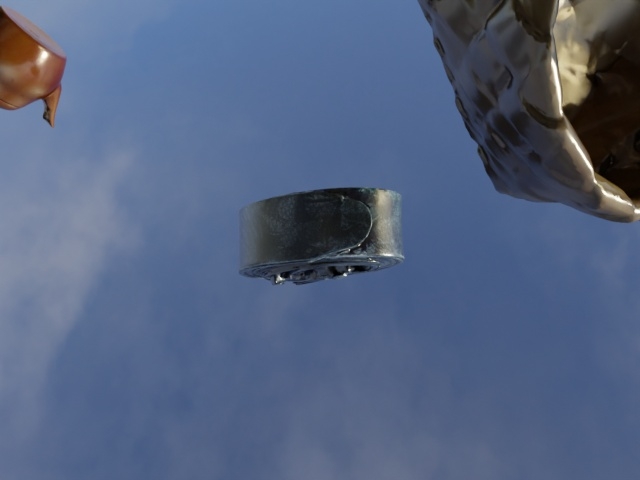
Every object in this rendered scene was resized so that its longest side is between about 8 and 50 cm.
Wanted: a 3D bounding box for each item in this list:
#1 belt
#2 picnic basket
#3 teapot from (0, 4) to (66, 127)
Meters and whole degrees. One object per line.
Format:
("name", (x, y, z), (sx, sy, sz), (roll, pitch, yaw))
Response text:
("belt", (0.000, 0.000, 0.741), (0.141, 0.082, 0.190), (4, 169, -42))
("picnic basket", (0.270, -0.160, 0.473), (0.337, 0.293, 0.337), (-23, -149, 15))
("teapot", (-0.359, -0.198, 0.844), (0.116, 0.173, 0.116), (-33, -146, 27))
